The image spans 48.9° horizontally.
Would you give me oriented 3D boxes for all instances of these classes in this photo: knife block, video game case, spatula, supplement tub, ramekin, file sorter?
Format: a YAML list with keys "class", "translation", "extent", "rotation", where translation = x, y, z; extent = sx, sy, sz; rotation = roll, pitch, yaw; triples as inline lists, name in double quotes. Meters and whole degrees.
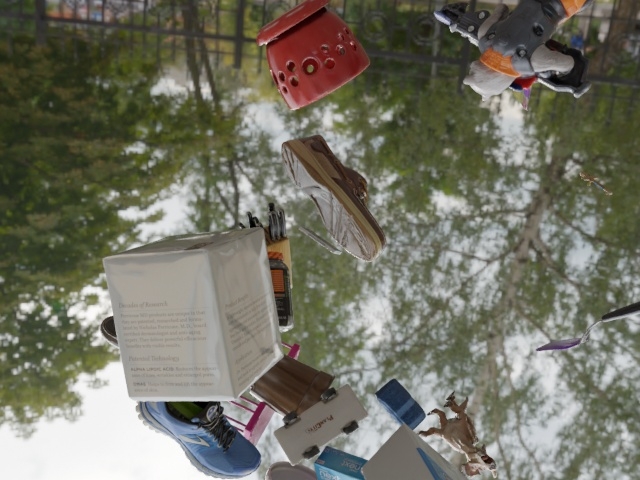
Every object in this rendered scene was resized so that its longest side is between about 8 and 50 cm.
- class: "knife block"
  translation: [-0.137, 0.012, 2.113]
  extent: [0.275, 0.242, 0.088]
  rotation: [23, -160, -46]
- class: "video game case"
  translation: [0.000, 0.000, 1.967]
  extent: [0.122, 0.011, 0.087]
  rotation: [35, -175, 13]
- class: "spatula"
  translation: [0.530, 0.165, 1.347]
  extent: [0.084, 0.030, 0.296]
  rotation: [-13, 160, -34]
- class: "supplement tub"
  translation: [-0.129, 0.129, 1.738]
  extent: [0.117, 0.190, 0.117]
  rotation: [-5, 165, -1]
- class: "ramekin"
  translation: [-0.069, 0.709, 1.920]
  extent: [0.207, 0.109, 0.207]
  rotation: [24, -169, -5]
- class: "file sorter"
  translation: [-0.208, 0.412, 1.931]
  extent: [0.182, 0.202, 0.291]
  rotation: [24, -131, 10]

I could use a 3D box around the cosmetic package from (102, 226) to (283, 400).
- class: "cosmetic package"
  translation: [-0.153, 0.088, 0.886]
  extent: [0.151, 0.184, 0.151]
  rotation: [-5, -172, 21]

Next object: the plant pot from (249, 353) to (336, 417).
- class: "plant pot"
  translation: [-0.073, 0.362, 1.733]
  extent: [0.165, 0.167, 0.167]
  rotation: [30, -160, 6]

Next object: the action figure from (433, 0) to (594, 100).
- class: "action figure"
  translation: [0.336, -0.409, 1.230]
  extent: [0.341, 0.330, 0.178]
  rotation: [31, -170, 31]

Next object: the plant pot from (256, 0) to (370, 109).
- class: "plant pot"
  translation: [-0.023, -0.378, 1.403]
  extent: [0.191, 0.174, 0.191]
  rotation: [-30, -162, 11]

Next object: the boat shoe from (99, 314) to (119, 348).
- class: "boat shoe"
  translation: [-0.456, 0.276, 1.966]
  extent: [0.335, 0.095, 0.112]
  rotation: [23, -126, 2]

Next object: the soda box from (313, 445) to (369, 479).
- class: "soda box"
  translation: [0.092, 0.599, 1.795]
  extent: [0.210, 0.071, 0.067]
  rotation: [10, -144, 31]

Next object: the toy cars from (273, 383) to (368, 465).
- class: "toy cars"
  translation: [-0.027, 0.478, 1.440]
  extent: [0.176, 0.394, 0.087]
  rotation: [15, 166, 10]

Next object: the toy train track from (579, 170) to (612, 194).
- class: "toy train track"
  translation: [0.574, -0.117, 1.473]
  extent: [0.048, 0.014, 0.083]
  rotation: [-9, -139, -32]

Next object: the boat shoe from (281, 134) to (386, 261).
- class: "boat shoe"
  translation: [0.049, -0.104, 1.474]
  extent: [0.123, 0.123, 0.342]
  rotation: [-24, -126, -23]

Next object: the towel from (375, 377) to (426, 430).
- class: "towel"
  translation: [0.185, 0.378, 1.614]
  extent: [0.067, 0.119, 0.029]
  rotation: [-42, -176, -7]

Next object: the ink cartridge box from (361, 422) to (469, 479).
- class: "ink cartridge box"
  translation: [0.241, 0.508, 1.269]
  extent: [0.307, 0.129, 0.223]
  rotation: [42, -179, -14]

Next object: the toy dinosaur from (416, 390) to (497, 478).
- class: "toy dinosaur"
  translation: [0.371, 0.516, 1.835]
  extent: [0.200, 0.127, 0.295]
  rotation: [45, -165, 9]

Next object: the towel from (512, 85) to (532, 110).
- class: "towel"
  translation: [0.397, -0.302, 1.387]
  extent: [0.009, 0.083, 0.060]
  rotation: [-19, -125, -4]

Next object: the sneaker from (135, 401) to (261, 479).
- class: "sneaker"
  translation: [-0.270, 0.441, 1.645]
  extent: [0.330, 0.147, 0.130]
  rotation: [37, -136, -13]
